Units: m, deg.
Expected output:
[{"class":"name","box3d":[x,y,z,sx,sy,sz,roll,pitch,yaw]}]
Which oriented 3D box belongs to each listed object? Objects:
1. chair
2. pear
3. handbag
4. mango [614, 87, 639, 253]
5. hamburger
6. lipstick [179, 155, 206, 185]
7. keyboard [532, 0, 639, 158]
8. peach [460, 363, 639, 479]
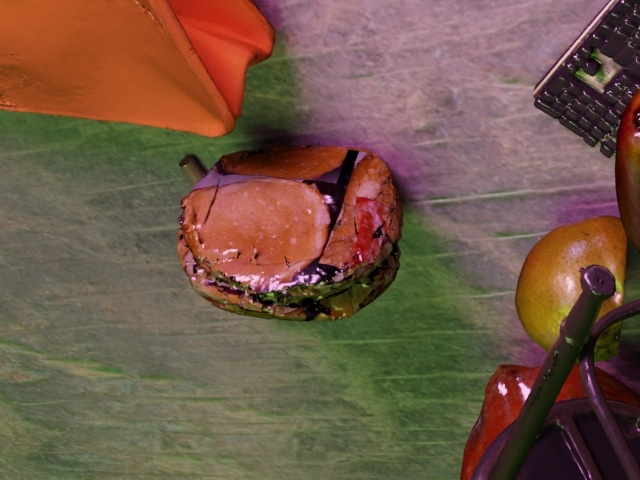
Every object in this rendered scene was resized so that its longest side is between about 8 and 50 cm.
[{"class":"chair","box3d":[0.341,0.213,1.575,0.365,0.362,0.410,63,149,14]},{"class":"pear","box3d":[0.234,0.044,1.751,0.104,0.141,0.141,5,143,3]},{"class":"handbag","box3d":[-0.265,-0.237,1.733,0.410,0.116,0.303,10,151,31]},{"class":"mango","box3d":[0.312,-0.056,1.579,0.111,0.133,0.267,44,169,27]},{"class":"hamburger","box3d":[-0.029,-0.005,1.823,0.231,0.231,0.107,16,140,19]},{"class":"lipstick","box3d":[-0.119,-0.052,2.002,0.019,0.019,0.094,-4,134,40]},{"class":"keyboard","box3d":[0.281,-0.169,1.541,0.106,0.027,0.317,32,146,-3]},{"class":"peach","box3d":[0.250,0.230,1.916,0.232,0.232,0.257,-9,127,44]}]
